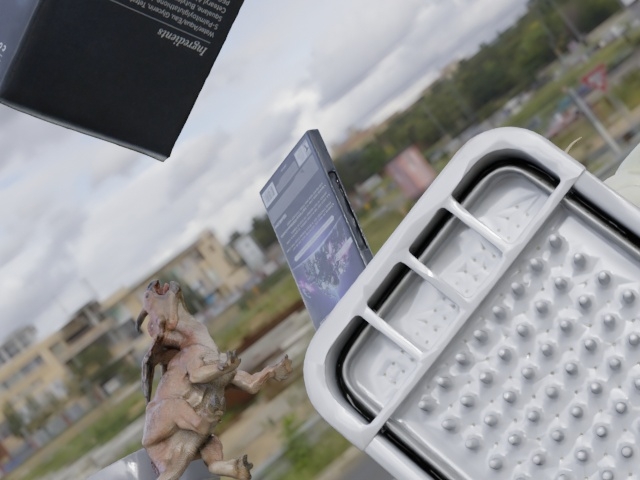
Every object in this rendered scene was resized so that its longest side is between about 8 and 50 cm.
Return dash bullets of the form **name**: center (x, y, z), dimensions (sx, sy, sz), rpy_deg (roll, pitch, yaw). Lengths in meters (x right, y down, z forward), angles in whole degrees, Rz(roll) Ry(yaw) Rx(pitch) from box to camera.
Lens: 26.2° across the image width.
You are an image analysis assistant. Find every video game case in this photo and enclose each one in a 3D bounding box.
- **video game case**: center (0.000, 0.000, 2.046), dimensions (0.026, 0.274, 0.196), rpy_deg (-13, -20, -31)

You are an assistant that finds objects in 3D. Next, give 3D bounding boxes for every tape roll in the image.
- **tape roll**: center (-0.245, 0.342, 1.854), dimensions (0.219, 0.072, 0.219), rpy_deg (-29, -14, -8)

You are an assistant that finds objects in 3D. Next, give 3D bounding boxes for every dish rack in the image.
- **dish rack**: center (0.184, 0.105, 1.087), dimensions (0.285, 0.333, 0.072), rpy_deg (-52, -19, 3)

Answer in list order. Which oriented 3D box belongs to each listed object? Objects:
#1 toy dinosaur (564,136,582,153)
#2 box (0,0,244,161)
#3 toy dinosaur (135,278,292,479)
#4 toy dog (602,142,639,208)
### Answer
- **toy dinosaur**: center (0.327, -0.072, 1.932), dimensions (0.092, 0.053, 0.183), rpy_deg (74, -149, -82)
- **box**: center (-0.216, -0.330, 1.372), dimensions (0.212, 0.293, 0.395), rpy_deg (18, -78, -43)
- **toy dinosaur**: center (-0.169, 0.198, 1.677), dimensions (0.200, 0.127, 0.296), rpy_deg (-6, 50, 33)
- **toy dog**: center (0.439, 0.065, 2.032), dimensions (0.395, 0.284, 0.408), rpy_deg (-27, 11, 37)
